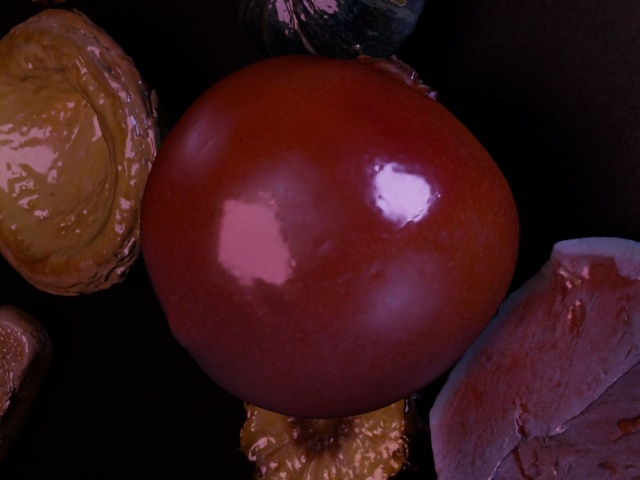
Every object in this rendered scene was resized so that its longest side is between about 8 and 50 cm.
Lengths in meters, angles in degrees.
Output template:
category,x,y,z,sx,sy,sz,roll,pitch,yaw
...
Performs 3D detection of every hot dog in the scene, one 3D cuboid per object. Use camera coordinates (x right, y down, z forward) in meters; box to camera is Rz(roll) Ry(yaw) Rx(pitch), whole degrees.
category,x,y,z,sx,sy,sz,roll,pitch,yaw
hot dog,-0.376,0.180,1.937,0.084,0.073,0.243,40,117,25

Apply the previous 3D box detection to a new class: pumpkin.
category,x,y,z,sx,sy,sz,roll,pitch,yaw
pumpkin,0.009,-0.236,1.499,0.190,0.146,0.190,-4,78,22

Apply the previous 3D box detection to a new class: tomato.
category,x,y,z,sx,sy,sz,roll,pitch,yaw
tomato,0.000,0.000,1.413,0.321,0.321,0.322,7,101,40

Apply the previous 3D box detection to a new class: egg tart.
category,x,y,z,sx,sy,sz,roll,pitch,yaw
egg tart,-0.254,-0.094,1.765,0.315,0.120,0.315,7,100,42

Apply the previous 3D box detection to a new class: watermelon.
category,x,y,z,sx,sy,sz,roll,pitch,yaw
watermelon,0.228,0.120,1.344,0.224,0.180,0.305,47,122,10

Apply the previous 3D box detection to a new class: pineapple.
category,x,y,z,sx,sy,sz,roll,pitch,yaw
pineapple,0.017,0.170,1.588,0.224,0.076,0.225,-5,81,32

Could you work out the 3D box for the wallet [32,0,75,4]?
category,x,y,z,sx,sy,sz,roll,pitch,yaw
wallet,-0.209,-0.342,1.732,0.241,0.067,0.141,-13,81,37
